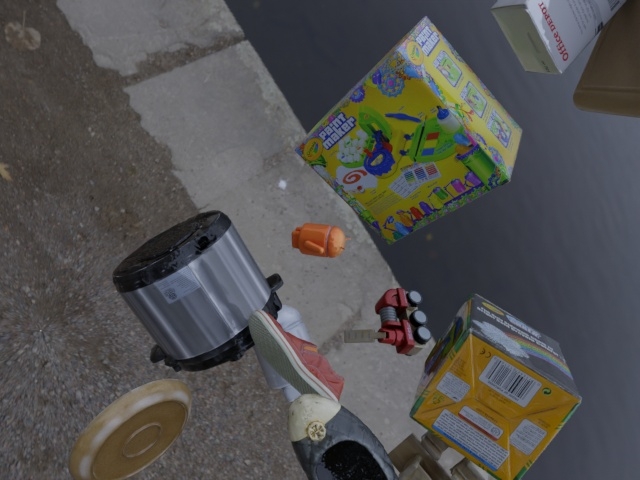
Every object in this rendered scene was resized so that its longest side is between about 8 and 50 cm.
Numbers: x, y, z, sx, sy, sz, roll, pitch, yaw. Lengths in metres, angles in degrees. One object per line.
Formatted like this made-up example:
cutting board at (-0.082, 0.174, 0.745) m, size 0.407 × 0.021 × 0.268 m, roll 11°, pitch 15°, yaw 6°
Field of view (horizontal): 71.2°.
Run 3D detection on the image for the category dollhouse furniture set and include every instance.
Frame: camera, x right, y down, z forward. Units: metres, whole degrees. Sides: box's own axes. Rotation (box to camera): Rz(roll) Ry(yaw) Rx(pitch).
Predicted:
dollhouse furniture set at (0.244, 0.490, 0.870) m, size 0.242 × 0.212 × 0.161 m, roll 47°, pitch 14°, yaw 18°

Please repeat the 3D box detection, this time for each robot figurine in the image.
robot figurine at (-0.130, 0.380, 1.587) m, size 0.200 × 0.300 × 0.353 m, roll -22°, pitch 86°, yaw -12°
robot figurine at (-0.001, 0.001, 1.716) m, size 0.158 × 0.219 × 0.128 m, roll 49°, pitch 50°, yaw -69°

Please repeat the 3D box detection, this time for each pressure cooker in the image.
pressure cooker at (-0.338, 0.171, 1.299) m, size 0.420 × 0.370 × 0.375 m, roll 61°, pitch 35°, yaw -20°

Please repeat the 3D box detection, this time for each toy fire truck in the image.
toy fire truck at (0.217, 0.277, 1.518) m, size 0.246 × 0.158 × 0.217 m, roll 11°, pitch 48°, yaw -19°

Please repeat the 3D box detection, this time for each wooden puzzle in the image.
wooden puzzle at (0.497, -0.308, 0.668) m, size 0.044 × 0.221 × 0.238 m, roll 8°, pitch 109°, yaw -8°

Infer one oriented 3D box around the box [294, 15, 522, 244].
box at (0.161, -0.188, 0.845) m, size 0.279 × 0.290 × 0.177 m, roll 44°, pitch 48°, yaw -13°

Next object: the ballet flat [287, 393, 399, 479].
ballet flat at (0.034, 0.182, 0.305) m, size 0.057 × 0.049 × 0.173 m, roll -34°, pitch 81°, yaw -2°

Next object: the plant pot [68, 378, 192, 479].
plant pot at (-0.336, 0.362, 0.829) m, size 0.032 × 0.236 × 0.236 m, roll 35°, pitch 55°, yaw 30°

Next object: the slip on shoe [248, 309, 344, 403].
slip on shoe at (-0.061, 0.300, 1.164) m, size 0.331 × 0.123 × 0.101 m, roll 47°, pitch 50°, yaw -9°

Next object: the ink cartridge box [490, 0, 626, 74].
ink cartridge box at (0.380, -0.378, 0.690) m, size 0.190 × 0.082 × 0.139 m, roll -48°, pitch 122°, yaw 4°

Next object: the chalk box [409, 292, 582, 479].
chalk box at (0.290, 0.223, 0.770) m, size 0.180 × 0.179 × 0.289 m, roll 32°, pitch 16°, yaw 14°
